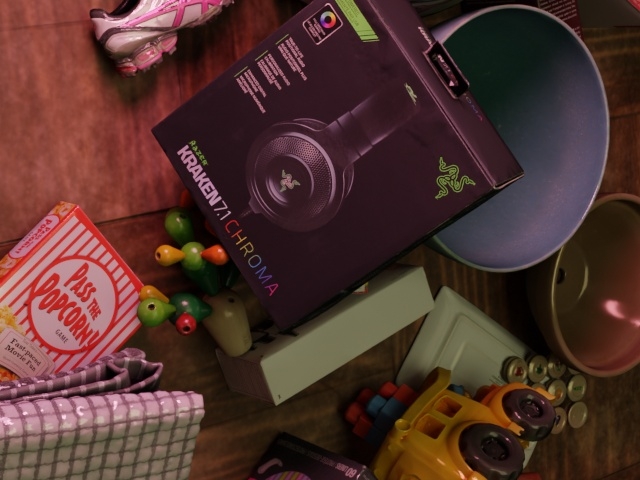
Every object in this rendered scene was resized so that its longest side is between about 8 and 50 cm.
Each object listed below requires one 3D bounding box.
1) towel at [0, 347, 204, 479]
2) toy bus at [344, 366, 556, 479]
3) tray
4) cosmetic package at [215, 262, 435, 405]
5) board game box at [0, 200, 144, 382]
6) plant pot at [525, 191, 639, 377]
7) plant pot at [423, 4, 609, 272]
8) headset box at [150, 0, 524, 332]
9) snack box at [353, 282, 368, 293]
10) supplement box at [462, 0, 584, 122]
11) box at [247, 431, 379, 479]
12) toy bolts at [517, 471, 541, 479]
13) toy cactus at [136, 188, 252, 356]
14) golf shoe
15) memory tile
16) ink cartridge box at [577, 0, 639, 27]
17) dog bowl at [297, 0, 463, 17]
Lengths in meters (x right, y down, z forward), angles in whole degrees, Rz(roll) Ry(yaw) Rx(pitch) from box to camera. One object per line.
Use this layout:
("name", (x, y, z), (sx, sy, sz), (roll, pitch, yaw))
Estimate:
("towel", (-0.260, 0.246, 1.288), (0.235, 0.121, 0.284), (-5, 122, -34))
("toy bus", (0.145, 0.227, 1.585), (0.220, 0.211, 0.149), (-38, 158, -47))
("tray", (0.218, 0.182, 1.717), (0.270, 0.030, 0.145), (36, 76, -34))
("cosmetic package", (0.007, 0.098, 1.511), (0.239, 0.099, 0.060), (-29, 112, -30))
("board game box", (-0.275, 0.080, 1.335), (0.193, 0.045, 0.147), (-49, 122, -21))
("plant pot", (0.347, 0.052, 1.743), (0.237, 0.109, 0.237), (-6, 100, -35))
("plant pot", (0.157, -0.121, 1.525), (0.290, 0.195, 0.290), (-6, 100, -32))
("headset box", (0.025, -0.092, 1.310), (0.246, 0.283, 0.131), (58, 22, 4))
("snack box", (0.000, 0.000, 1.465), (0.037, 0.141, 0.100), (0, 96, -36))
("supplement box", (0.243, -0.267, 1.614), (0.073, 0.130, 0.239), (-26, 111, -32))
("box", (-0.036, 0.373, 1.473), (0.143, 0.165, 0.270), (48, 68, -31))
("toy bolts", (0.207, 0.392, 1.647), (0.158, 0.218, 0.228), (0, 78, -30))
("toy cactus", (-0.108, 0.040, 1.402), (0.219, 0.112, 0.180), (-65, 141, -50))
("golf shoe", (-0.152, -0.250, 1.368), (0.186, 0.067, 0.086), (-43, 117, -23))
("memory tile", (0.296, 0.201, 1.749), (0.148, 0.012, 0.113), (-5, 100, -36))
("ink cartridge box", (0.375, -0.377, 1.695), (0.127, 0.128, 0.176), (31, 78, -35))
("dog bowl", (0.084, -0.428, 1.381), (0.408, 0.150, 0.408), (-3, 102, -14))
